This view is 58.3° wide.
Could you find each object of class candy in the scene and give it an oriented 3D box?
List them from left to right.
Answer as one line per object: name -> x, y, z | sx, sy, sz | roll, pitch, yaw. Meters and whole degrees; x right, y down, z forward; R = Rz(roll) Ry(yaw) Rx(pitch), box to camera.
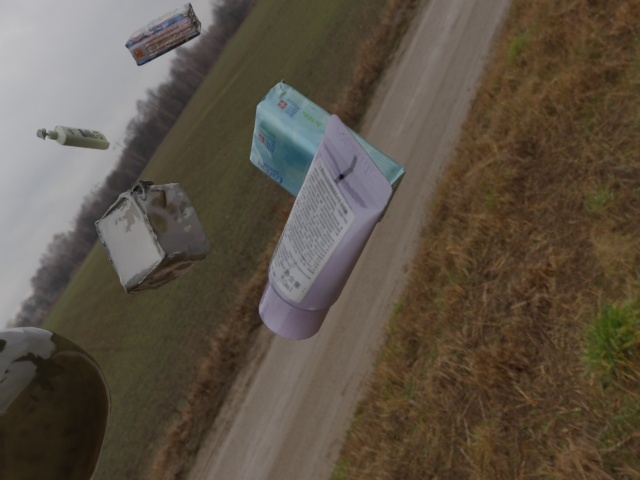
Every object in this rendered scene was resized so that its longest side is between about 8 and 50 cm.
candy -> -0.332, -0.009, 1.131 | 0.137, 0.184, 0.195 | -20, -12, -49

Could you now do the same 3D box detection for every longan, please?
longan -> -0.606, 0.373, 1.142 | 0.336, 0.404, 0.404 | 1, 48, 18

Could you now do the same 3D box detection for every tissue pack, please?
tissue pack -> -0.338, -0.450, 1.245 | 0.155, 0.065, 0.115 | -24, 31, 5
tissue pack -> 0.002, -0.128, 0.986 | 0.089, 0.263, 0.177 | -45, -12, -27

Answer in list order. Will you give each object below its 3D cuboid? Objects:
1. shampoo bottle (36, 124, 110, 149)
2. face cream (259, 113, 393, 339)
shampoo bottle -> -0.477, -0.199, 1.100 | 0.034, 0.049, 0.141 | -47, -21, 24
face cream -> 0.000, 0.000, 0.702 | 0.154, 0.096, 0.273 | 63, 142, 42
